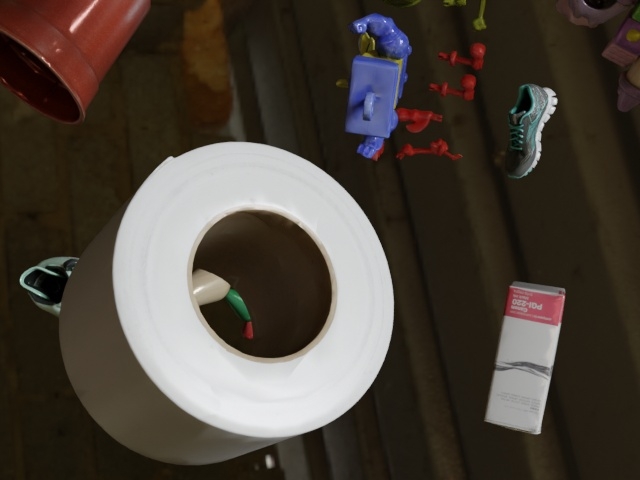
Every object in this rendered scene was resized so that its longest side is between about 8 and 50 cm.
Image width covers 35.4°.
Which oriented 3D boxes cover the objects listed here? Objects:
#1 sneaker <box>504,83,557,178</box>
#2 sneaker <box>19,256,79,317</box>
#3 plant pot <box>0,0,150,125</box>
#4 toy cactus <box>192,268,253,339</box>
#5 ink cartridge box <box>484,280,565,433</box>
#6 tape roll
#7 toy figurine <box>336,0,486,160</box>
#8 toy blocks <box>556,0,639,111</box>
[{"bbox_3d":[0.336,-0.188,1.683,0.065,0.076,0.166,12,-97,46],"label":"sneaker"},{"bbox_3d":[-0.387,0.057,1.471,0.256,0.151,0.094,21,-102,44],"label":"sneaker"},{"bbox_3d":[-0.470,-0.401,1.849,0.265,0.272,0.272,-56,-160,-20],"label":"plant pot"},{"bbox_3d":[-0.124,0.040,1.314,0.112,0.180,0.219,-8,-78,40],"label":"toy cactus"},{"bbox_3d":[0.326,0.180,1.591,0.158,0.092,0.218,-3,101,-76],"label":"ink cartridge box"},{"bbox_3d":[-0.082,0.059,0.854,0.169,0.246,0.246,-33,-116,56],"label":"tape roll"},{"bbox_3d":[0.114,-0.237,1.389,0.217,0.191,0.363,-55,158,-56],"label":"toy figurine"},{"bbox_3d":[0.445,-0.272,1.333,0.309,0.288,0.260,-57,175,-50],"label":"toy blocks"}]
